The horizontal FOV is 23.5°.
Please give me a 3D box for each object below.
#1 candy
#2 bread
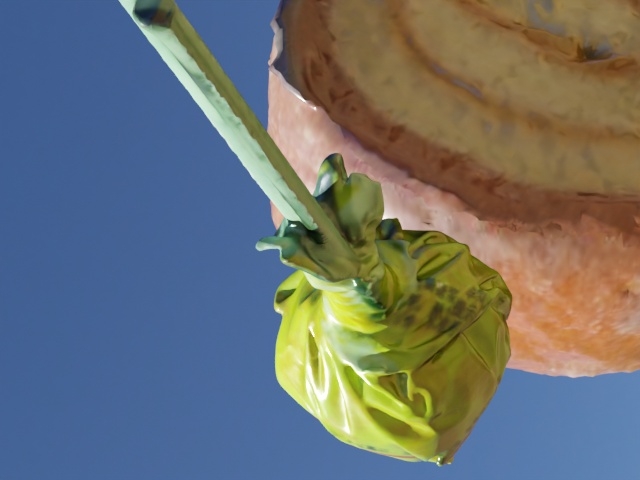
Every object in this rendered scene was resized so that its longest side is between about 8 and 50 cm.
[{"bbox_3d":[0.000,-0.003,0.435,0.077,0.073,0.262,-47,-29,-6],"label":"candy"},{"bbox_3d":[0.094,-0.044,0.656,0.190,0.244,0.123,-60,-18,-29],"label":"bread"}]
